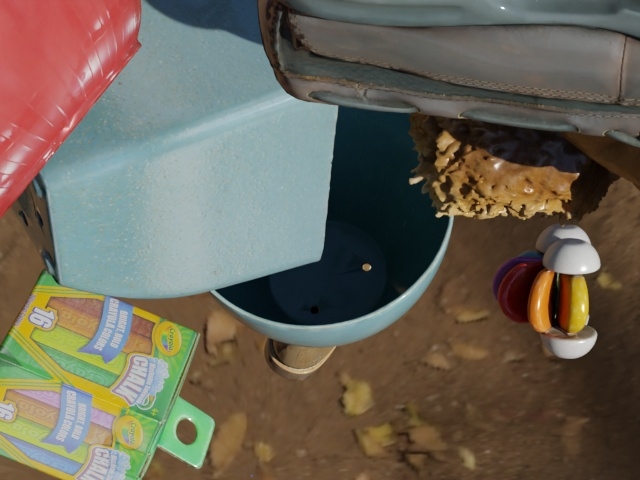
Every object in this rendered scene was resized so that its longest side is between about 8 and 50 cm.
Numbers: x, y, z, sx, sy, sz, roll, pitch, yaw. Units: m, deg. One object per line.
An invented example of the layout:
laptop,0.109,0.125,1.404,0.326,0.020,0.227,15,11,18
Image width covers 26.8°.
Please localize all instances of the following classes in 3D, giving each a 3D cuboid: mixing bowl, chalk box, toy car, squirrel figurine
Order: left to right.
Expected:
mixing bowl,-0.126,-0.064,0.459,0.098,0.181,0.181,40,80,-10
chalk box,-0.201,0.148,1.280,0.213,0.132,0.132,22,38,-5
toy car,0.302,0.067,1.820,0.136,0.182,0.159,0,105,3
squirrel figurine,0.252,-0.108,1.056,0.281,0.397,0.370,-53,127,-21

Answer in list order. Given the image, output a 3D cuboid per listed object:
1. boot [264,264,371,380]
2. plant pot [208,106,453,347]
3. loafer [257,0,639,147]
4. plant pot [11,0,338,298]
boot,0.035,0.039,1.738,0.112,0.115,0.305,29,57,3
plant pot,0.000,0.000,1.474,0.290,0.195,0.290,-2,63,4
loafer,0.107,-0.077,0.511,0.267,0.084,0.096,11,49,5
plant pot,-0.159,-0.093,1.217,0.252,0.247,0.248,-23,56,-23
